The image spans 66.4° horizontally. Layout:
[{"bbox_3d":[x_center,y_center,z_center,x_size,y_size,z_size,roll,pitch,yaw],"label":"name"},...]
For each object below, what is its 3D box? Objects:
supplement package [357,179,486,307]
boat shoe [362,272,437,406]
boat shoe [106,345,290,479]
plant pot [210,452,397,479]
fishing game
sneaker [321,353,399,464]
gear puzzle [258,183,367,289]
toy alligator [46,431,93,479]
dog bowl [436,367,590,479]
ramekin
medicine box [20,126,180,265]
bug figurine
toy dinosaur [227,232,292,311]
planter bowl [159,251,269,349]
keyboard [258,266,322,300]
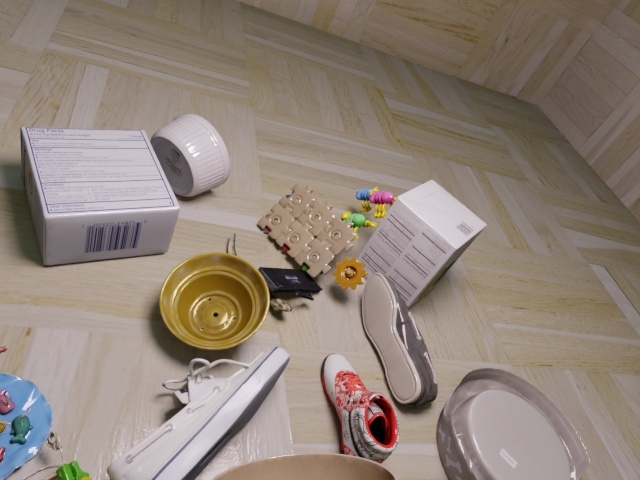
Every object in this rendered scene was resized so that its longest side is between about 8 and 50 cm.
[{"bbox_3d":[0.263,0.014,1.321,0.198,0.262,0.199,44,41,17],"label":"supplement package"},{"bbox_3d":[0.186,0.234,1.174,0.095,0.112,0.335,20,42,-39],"label":"boat shoe"},{"bbox_3d":[-0.212,0.286,0.861,0.156,0.136,0.367,36,49,14],"label":"boat shoe"},{"bbox_3d":[-0.025,0.449,0.711,0.284,0.284,0.191,2,82,-30],"label":"plant pot"},{"bbox_3d":[-0.515,0.279,0.745,0.189,0.041,0.264,-15,56,-44],"label":"fishing game"},{"bbox_3d":[0.080,0.316,0.976,0.090,0.145,0.270,10,42,-22],"label":"sneaker"},{"bbox_3d":[0.000,0.000,1.266,0.339,0.175,0.044,43,-5,27],"label":"gear puzzle"},{"bbox_3d":[-0.360,0.372,0.729,0.189,0.056,0.051,56,6,28],"label":"toy alligator"},{"bbox_3d":[0.409,0.454,1.060,0.349,0.102,0.348,16,40,-14],"label":"dog bowl"},{"bbox_3d":[-0.344,-0.211,1.258,0.207,0.207,0.109,39,49,13],"label":"ramekin"},{"bbox_3d":[-0.496,-0.110,1.091,0.263,0.149,0.289,-7,51,-36],"label":"medicine box"},{"bbox_3d":[0.097,-0.083,1.356,0.279,0.216,0.072,-35,111,-28],"label":"bug figurine"},{"bbox_3d":[-0.179,0.085,1.142,0.118,0.064,0.268,-4,47,-53],"label":"toy dinosaur"},{"bbox_3d":[-0.218,0.138,1.017,0.217,0.090,0.217,5,57,-8],"label":"planter bowl"},{"bbox_3d":[-0.064,0.107,1.170,0.108,0.023,0.180,45,21,30],"label":"keyboard"}]
